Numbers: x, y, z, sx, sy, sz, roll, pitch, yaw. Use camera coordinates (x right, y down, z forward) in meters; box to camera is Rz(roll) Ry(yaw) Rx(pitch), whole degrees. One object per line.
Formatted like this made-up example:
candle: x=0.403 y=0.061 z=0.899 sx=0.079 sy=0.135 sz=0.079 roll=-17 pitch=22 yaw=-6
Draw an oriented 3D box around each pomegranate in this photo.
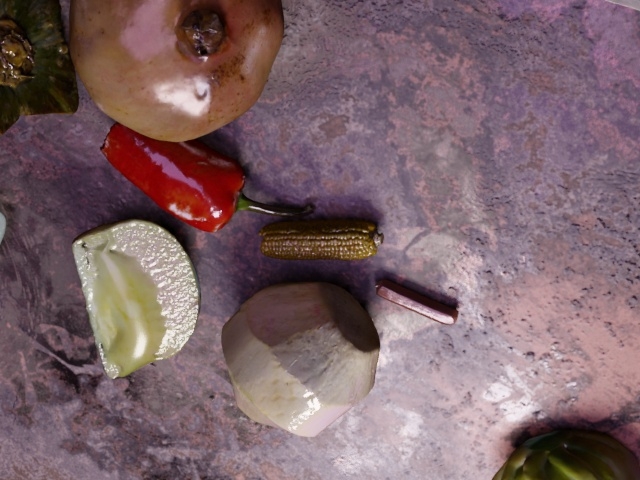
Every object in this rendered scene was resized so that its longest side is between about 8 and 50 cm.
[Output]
pomegranate: x=-0.201 y=-0.310 z=1.699 sx=0.338 sy=0.338 sz=0.338 roll=3 pitch=108 yaw=9

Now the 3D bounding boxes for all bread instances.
bread: x=0.412 y=0.404 z=1.917 sx=0.260 sy=0.156 sz=0.158 roll=-24 pitch=103 yaw=-22

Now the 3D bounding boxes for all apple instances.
apple: x=-0.296 y=0.080 z=1.961 sx=0.193 sy=0.120 sz=0.265 roll=-12 pitch=108 yaw=1

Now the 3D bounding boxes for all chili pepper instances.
chili pepper: x=-0.189 y=-0.085 z=1.880 sx=0.338 sy=0.131 sz=0.134 roll=37 pitch=120 yaw=-5

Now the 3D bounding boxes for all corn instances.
corn: x=0.000 y=0.000 z=1.907 sx=0.207 sy=0.068 sz=0.068 roll=-1 pitch=108 yaw=9

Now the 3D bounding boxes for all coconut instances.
coconut: x=-0.038 y=0.196 z=1.893 sx=0.259 sy=0.259 sz=0.259 roll=3 pitch=108 yaw=9

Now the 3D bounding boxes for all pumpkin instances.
pumpkin: x=-0.499 y=-0.295 z=1.791 sx=0.095 sy=0.290 sz=0.258 roll=-1 pitch=106 yaw=39

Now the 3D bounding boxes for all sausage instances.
sausage: x=0.157 y=0.102 z=1.931 sx=0.147 sy=0.035 sz=0.030 roll=23 pitch=79 yaw=4

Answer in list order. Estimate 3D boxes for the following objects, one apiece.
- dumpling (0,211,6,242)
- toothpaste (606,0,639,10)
dumpling: x=-0.624 y=-0.005 z=1.993 sx=0.149 sy=0.105 sz=0.217 roll=35 pitch=111 yaw=-3
toothpaste: x=0.342 y=-0.430 z=1.702 sx=0.327 sy=0.077 sz=0.110 roll=17 pitch=112 yaw=4
